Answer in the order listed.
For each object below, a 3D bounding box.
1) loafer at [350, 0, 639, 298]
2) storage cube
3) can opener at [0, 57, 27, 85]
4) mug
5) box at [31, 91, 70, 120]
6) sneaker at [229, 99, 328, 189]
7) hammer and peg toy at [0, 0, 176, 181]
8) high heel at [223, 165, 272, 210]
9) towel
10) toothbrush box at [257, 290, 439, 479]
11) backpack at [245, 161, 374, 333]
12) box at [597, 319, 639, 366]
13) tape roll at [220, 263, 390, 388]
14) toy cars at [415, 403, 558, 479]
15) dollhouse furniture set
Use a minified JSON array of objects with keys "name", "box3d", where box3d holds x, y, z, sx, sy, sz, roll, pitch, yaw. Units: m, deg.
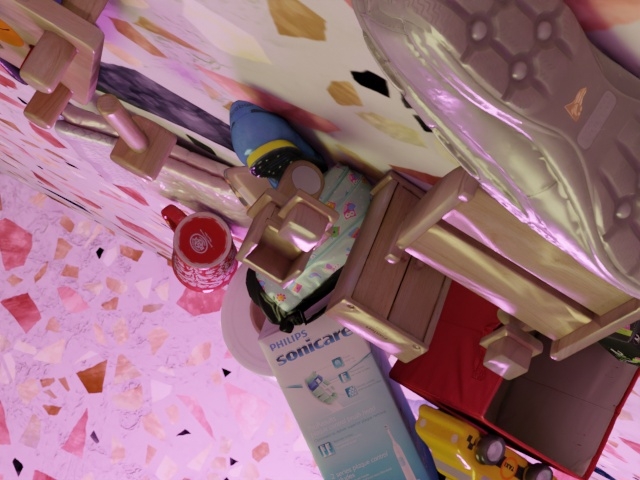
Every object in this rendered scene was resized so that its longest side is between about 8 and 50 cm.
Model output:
[{"name":"loafer","box3d":[0.142,-0.071,0.648,0.319,0.112,0.111,44,169,-29]},{"name":"storage cube","box3d":[0.233,0.143,1.225,0.215,0.184,0.193,33,171,-28]},{"name":"can opener","box3d":[-0.438,-0.266,1.445,0.059,0.073,0.186,-14,161,12]},{"name":"mug","box3d":[-0.206,0.010,1.670,0.150,0.113,0.169,22,168,-1]},{"name":"box","box3d":[-0.418,-0.202,1.749,0.137,0.027,0.094,36,169,-35]},{"name":"sneaker","box3d":[-0.048,-0.105,1.150,0.082,0.069,0.209,60,-172,15]},{"name":"hammer and peg toy","box3d":[-0.295,-0.213,1.068,0.361,0.127,0.266,30,168,-9]},{"name":"high heel","box3d":[-0.032,-0.025,1.375,0.261,0.093,0.186,26,170,-17]},{"name":"towel","box3d":[-0.240,-0.096,1.646,0.316,0.053,0.332,22,171,5]},{"name":"toothbrush box","box3d":[0.041,0.209,1.327,0.216,0.126,0.296,-81,-32,-81]},{"name":"backpack","box3d":[0.000,0.000,1.180,0.115,0.152,0.182,40,125,-12]},{"name":"box","box3d":[0.332,0.097,1.094,0.083,0.052,0.062,37,166,-36]},{"name":"tape roll","box3d":[-0.019,0.130,1.686,0.246,0.246,0.169,22,168,35]},{"name":"toy cars","box3d":[0.195,0.287,1.279,0.176,0.087,0.394,27,172,14]},{"name":"dollhouse furniture set","box3d":[0.136,-0.043,0.946,0.303,0.174,0.355,31,146,-11]}]
